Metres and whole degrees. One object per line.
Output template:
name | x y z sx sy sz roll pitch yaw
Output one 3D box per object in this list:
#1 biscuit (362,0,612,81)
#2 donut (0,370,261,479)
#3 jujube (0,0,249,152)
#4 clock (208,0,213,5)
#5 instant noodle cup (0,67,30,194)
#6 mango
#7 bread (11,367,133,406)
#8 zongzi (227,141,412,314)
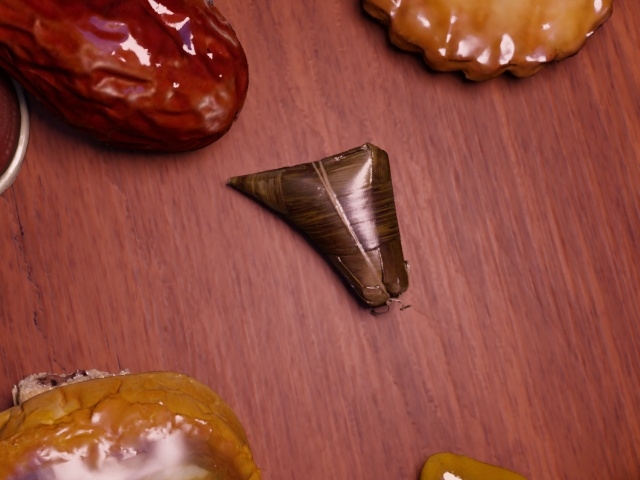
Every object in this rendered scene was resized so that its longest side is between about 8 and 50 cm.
biscuit | 0.190 -0.340 1.044 0.326 0.107 0.325 0 85 -3
donut | -0.209 0.280 0.855 0.330 0.160 0.330 -3 101 -16
jujube | -0.217 -0.201 0.945 0.290 0.197 0.197 24 80 -18
clock | -0.167 -0.272 1.049 0.085 0.017 0.085 1 82 -4
instant noodle cup | -0.436 -0.143 0.929 0.235 0.178 0.235 1 81 -6
mango | 0.177 0.288 0.966 0.161 0.076 0.103 32 85 4
bread | -0.258 0.188 0.946 0.125 0.082 0.106 -3 96 -16
zongzi | 0.000 0.000 0.999 0.184 0.084 0.187 -11 87 8
